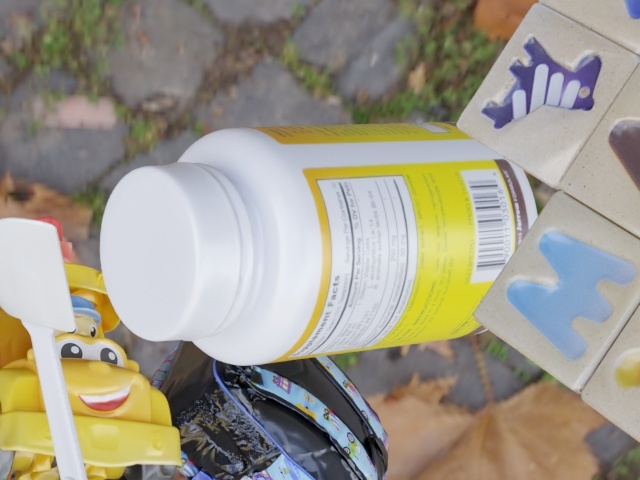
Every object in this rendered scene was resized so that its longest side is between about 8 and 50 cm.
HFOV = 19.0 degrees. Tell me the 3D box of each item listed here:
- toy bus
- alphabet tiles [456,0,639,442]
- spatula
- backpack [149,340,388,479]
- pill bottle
[{"bbox_3d":[-0.193,0.080,1.294,0.149,0.220,0.211,12,71,-32],"label":"toy bus"},{"bbox_3d":[0.201,-0.039,0.610,0.342,0.011,0.285,36,94,42],"label":"alphabet tiles"},{"bbox_3d":[-0.207,0.050,1.078,0.168,0.242,0.019,14,50,13],"label":"spatula"},{"bbox_3d":[-0.035,0.139,1.418,0.173,0.117,0.158,45,25,-15],"label":"backpack"},{"bbox_3d":[0.000,0.000,0.965,0.215,0.117,0.117,-4,62,-40],"label":"pill bottle"}]
